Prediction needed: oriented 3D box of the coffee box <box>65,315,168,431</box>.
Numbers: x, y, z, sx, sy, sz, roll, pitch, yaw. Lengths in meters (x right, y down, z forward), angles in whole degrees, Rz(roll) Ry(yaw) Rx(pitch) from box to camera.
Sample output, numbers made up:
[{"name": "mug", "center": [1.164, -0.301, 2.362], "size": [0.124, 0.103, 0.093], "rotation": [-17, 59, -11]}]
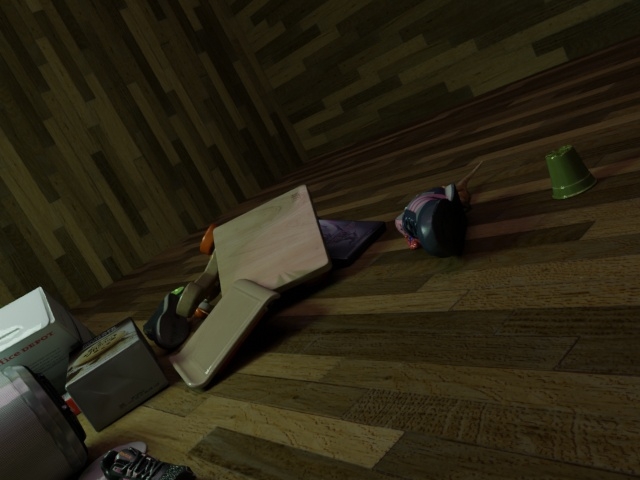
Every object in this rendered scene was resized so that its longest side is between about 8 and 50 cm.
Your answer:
[{"name": "coffee box", "center": [-0.449, 0.278, 1.382], "size": [0.168, 0.119, 0.297], "rotation": [-33, 13, -16]}]

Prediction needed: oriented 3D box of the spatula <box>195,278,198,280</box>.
[{"name": "spatula", "center": [-0.283, 0.065, 2.097], "size": [0.084, 0.030, 0.296], "rotation": [-12, 20, 49]}]

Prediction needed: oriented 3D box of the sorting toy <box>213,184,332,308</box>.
[{"name": "sorting toy", "center": [-0.105, 0.034, 1.467], "size": [0.257, 0.089, 0.255], "rotation": [-25, 48, 10]}]

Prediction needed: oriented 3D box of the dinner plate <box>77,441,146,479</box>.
[{"name": "dinner plate", "center": [-0.350, 0.372, 1.031], "size": [0.141, 0.017, 0.141], "rotation": [-28, 11, 6]}]

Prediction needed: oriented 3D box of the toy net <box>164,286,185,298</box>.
[{"name": "toy net", "center": [-0.404, 0.180, 1.862], "size": [0.122, 0.045, 0.232], "rotation": [-37, 15, -37]}]

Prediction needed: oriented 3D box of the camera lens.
[{"name": "camera lens", "center": [-0.546, 0.356, 1.037], "size": [0.274, 0.219, 0.219], "rotation": [-36, 14, -31]}]

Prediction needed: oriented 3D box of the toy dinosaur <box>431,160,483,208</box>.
[{"name": "toy dinosaur", "center": [0.319, -0.110, 1.468], "size": [0.112, 0.064, 0.211], "rotation": [-4, 30, 19]}]

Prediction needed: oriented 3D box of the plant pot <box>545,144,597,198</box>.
[{"name": "plant pot", "center": [0.454, -0.130, 1.166], "size": [0.083, 0.079, 0.083], "rotation": [-28, 12, 6]}]

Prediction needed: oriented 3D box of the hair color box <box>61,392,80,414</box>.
[{"name": "hair color box", "center": [-0.592, 0.388, 1.428], "size": [0.141, 0.043, 0.072], "rotation": [-34, 14, -21]}]

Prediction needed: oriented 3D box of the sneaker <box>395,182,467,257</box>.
[{"name": "sneaker", "center": [0.204, -0.027, 1.224], "size": [0.131, 0.112, 0.319], "rotation": [-17, 7, 21]}]

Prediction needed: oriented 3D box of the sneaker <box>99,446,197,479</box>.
[{"name": "sneaker", "center": [-0.249, 0.322, 0.866], "size": [0.178, 0.077, 0.072], "rotation": [-18, 17, 36]}]

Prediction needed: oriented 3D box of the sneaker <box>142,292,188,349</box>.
[{"name": "sneaker", "center": [-0.399, 0.235, 1.602], "size": [0.118, 0.083, 0.222], "rotation": [-49, 19, 14]}]

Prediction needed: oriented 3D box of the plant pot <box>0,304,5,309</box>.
[{"name": "plant pot", "center": [-0.945, 0.371, 1.670], "size": [0.366, 0.366, 0.353], "rotation": [-33, 25, -20]}]

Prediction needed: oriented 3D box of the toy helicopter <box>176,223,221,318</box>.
[{"name": "toy helicopter", "center": [-0.289, 0.117, 1.590], "size": [0.355, 0.140, 0.235], "rotation": [-60, -5, -73]}]

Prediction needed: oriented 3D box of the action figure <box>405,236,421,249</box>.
[{"name": "action figure", "center": [0.200, -0.005, 1.339], "size": [0.038, 0.030, 0.115], "rotation": [-21, 15, 9]}]

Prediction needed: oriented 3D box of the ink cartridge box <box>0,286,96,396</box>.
[{"name": "ink cartridge box", "center": [-0.675, 0.267, 1.521], "size": [0.211, 0.289, 0.121], "rotation": [-31, 57, -10]}]

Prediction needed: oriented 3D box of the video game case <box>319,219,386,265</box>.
[{"name": "video game case", "center": [0.000, 0.000, 1.576], "size": [0.274, 0.026, 0.196], "rotation": [2, 28, 35]}]

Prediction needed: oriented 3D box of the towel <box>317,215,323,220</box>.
[{"name": "towel", "center": [-0.151, 0.025, 1.896], "size": [0.308, 0.076, 0.228], "rotation": [-36, 21, -34]}]

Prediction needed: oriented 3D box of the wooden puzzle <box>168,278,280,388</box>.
[{"name": "wooden puzzle", "center": [-0.193, 0.183, 1.274], "size": [0.238, 0.044, 0.221], "rotation": [-49, 21, -13]}]
